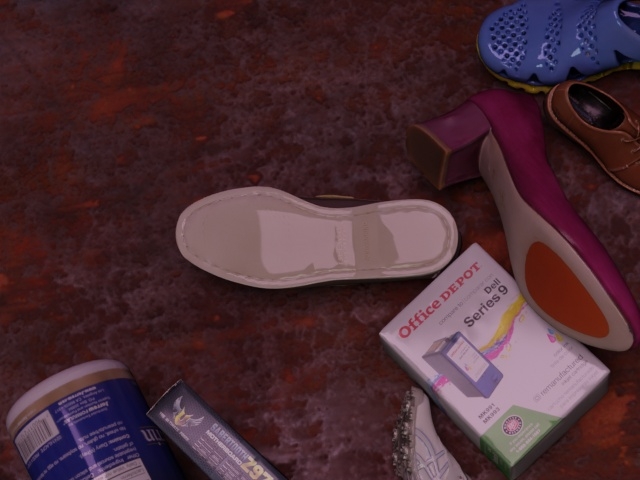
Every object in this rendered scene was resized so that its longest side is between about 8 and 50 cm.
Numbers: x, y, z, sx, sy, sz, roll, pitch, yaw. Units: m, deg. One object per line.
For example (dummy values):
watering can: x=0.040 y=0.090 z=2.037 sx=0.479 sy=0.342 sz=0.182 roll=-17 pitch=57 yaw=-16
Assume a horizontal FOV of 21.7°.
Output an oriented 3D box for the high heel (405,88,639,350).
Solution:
high heel: x=0.268 y=-0.038 z=1.826 sx=0.181 sy=0.127 sz=0.377 roll=-21 pitch=57 yaw=-28

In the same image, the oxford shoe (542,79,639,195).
oxford shoe: x=0.351 y=-0.110 z=1.890 sx=0.212 sy=0.076 sz=0.076 roll=32 pitch=80 yaw=-3

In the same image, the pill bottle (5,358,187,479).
pill bottle: x=-0.224 y=0.275 z=1.818 sx=0.153 sy=0.153 sz=0.264 roll=-29 pitch=72 yaw=-2

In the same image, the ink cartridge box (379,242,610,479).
ink cartridge box: x=0.191 y=0.133 z=1.840 sx=0.154 sy=0.093 sz=0.212 roll=-42 pitch=70 yaw=-6

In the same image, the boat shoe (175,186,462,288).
boat shoe: x=0.000 y=0.000 z=1.905 sx=0.324 sy=0.097 sz=0.116 roll=-1 pitch=84 yaw=11

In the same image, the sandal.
sandal: x=0.337 y=-0.245 z=1.918 sx=0.317 sy=0.138 sz=0.126 roll=-4 pitch=74 yaw=8

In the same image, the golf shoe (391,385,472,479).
golf shoe: x=0.124 y=0.250 z=1.838 sx=0.086 sy=0.069 sz=0.176 roll=2 pitch=77 yaw=-11

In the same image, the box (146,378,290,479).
box: x=-0.072 y=0.261 z=1.787 sx=0.233 sy=0.183 sz=0.059 roll=41 pitch=82 yaw=18
